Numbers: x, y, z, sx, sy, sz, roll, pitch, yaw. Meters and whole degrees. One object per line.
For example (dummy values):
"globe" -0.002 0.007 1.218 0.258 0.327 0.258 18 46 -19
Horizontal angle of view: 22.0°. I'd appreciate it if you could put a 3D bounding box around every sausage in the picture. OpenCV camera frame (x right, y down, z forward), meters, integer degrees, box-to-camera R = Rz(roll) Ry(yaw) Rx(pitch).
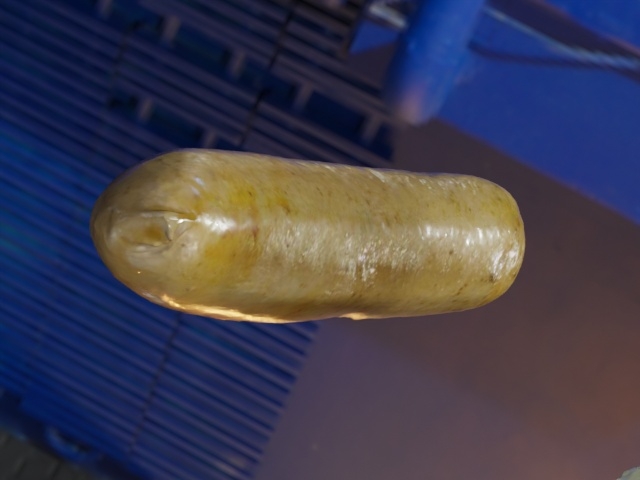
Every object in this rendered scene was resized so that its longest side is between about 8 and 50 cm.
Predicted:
"sausage" -0.003 0.000 1.231 0.500 0.136 0.123 3 86 -55

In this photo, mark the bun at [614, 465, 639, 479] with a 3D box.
"bun" 0.183 0.185 0.813 0.244 0.153 0.244 -34 166 -10
